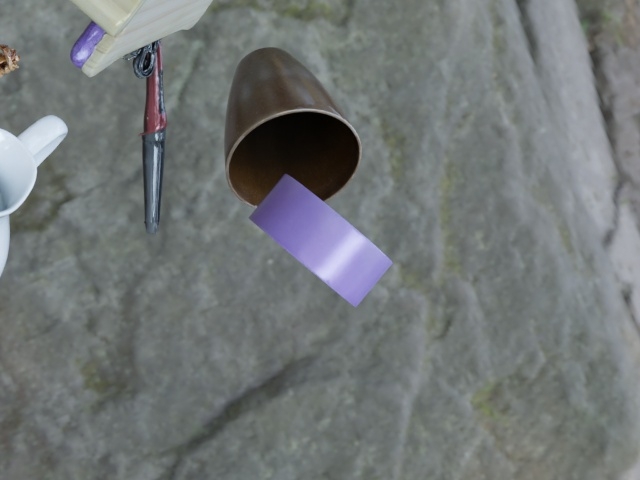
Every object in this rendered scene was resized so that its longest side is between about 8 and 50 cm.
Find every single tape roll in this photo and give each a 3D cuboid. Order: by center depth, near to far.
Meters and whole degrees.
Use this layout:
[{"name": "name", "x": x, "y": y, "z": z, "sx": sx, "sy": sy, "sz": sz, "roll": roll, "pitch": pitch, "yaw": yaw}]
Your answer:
[{"name": "tape roll", "x": 0.000, "y": 0.000, "z": 1.586, "sx": 0.189, "sy": 0.080, "sz": 0.189, "roll": 40, "pitch": -2, "yaw": 1}]

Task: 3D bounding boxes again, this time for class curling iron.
[{"name": "curling iron", "x": -0.217, "y": -0.139, "z": 1.473, "sx": 0.068, "sy": 0.035, "sz": 0.274, "roll": -24, "pitch": 123, "yaw": -46}]

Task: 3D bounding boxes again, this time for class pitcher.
[{"name": "pitcher", "x": -0.316, "y": -0.022, "z": 1.063, "sx": 0.125, "sy": 0.207, "sz": 0.178, "roll": 47, "pitch": 42, "yaw": 2}]

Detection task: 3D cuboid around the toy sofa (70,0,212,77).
[{"name": "toy sofa", "x": -0.194, "y": -0.317, "z": 1.277, "sx": 0.150, "sy": 0.177, "sz": 0.362, "roll": 42, "pitch": 24, "yaw": -3}]

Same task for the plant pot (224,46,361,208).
[{"name": "plant pot", "x": -0.066, "y": -0.201, "z": 1.909, "sx": 0.215, "sy": 0.215, "sz": 0.230, "roll": 48, "pitch": 18, "yaw": -46}]

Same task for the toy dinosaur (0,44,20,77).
[{"name": "toy dinosaur", "x": -0.428, "y": -0.158, "z": 1.021, "sx": 0.164, "sy": 0.322, "sz": 0.218, "roll": -175, "pitch": -96, "yaw": -73}]
